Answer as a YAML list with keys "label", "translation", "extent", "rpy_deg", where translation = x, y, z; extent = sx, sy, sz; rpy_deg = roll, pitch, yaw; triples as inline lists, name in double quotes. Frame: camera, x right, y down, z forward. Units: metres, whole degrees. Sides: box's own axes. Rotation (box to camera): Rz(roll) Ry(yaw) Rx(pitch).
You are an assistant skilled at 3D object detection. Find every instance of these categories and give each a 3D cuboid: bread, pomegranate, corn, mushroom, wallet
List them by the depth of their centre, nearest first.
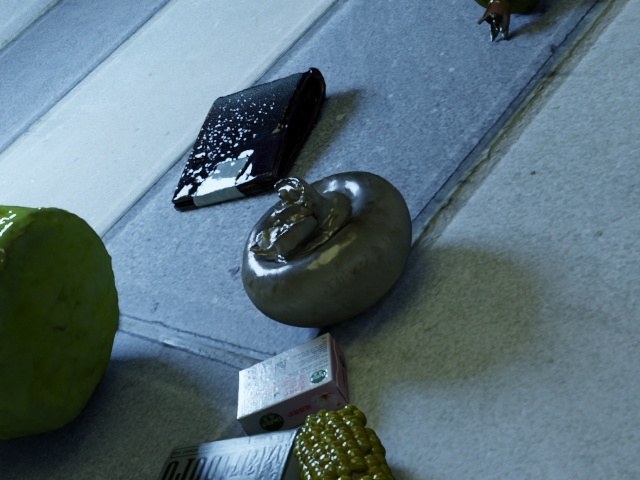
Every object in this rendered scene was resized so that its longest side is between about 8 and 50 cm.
- label: "corn"
  translation: [0.044, 0.261, 1.031]
  extent: [0.097, 0.097, 0.320]
  rpy_deg: [-32, 32, 2]
- label: "mushroom"
  translation: [0.000, 0.000, 1.360]
  extent: [0.226, 0.178, 0.226]
  rpy_deg: [-32, 23, 15]
- label: "bread"
  translation: [-0.452, 0.100, 1.489]
  extent: [0.308, 0.348, 0.348]
  rpy_deg: [-8, 38, 24]
- label: "pomegranate"
  translation: [0.278, -0.395, 1.728]
  extent: [0.159, 0.129, 0.129]
  rpy_deg: [-49, 33, -9]
- label: "wallet"
  translation: [-0.120, -0.168, 1.827]
  extent: [0.221, 0.071, 0.262]
  rpy_deg: [-9, 45, 33]

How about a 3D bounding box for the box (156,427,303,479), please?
- label: "box"
  translation: [-0.101, 0.264, 1.213]
  extent: [0.177, 0.036, 0.115]
  rpy_deg: [-14, 36, 28]

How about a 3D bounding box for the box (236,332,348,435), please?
- label: "box"
  translation: [-0.032, 0.168, 1.278]
  extent: [0.125, 0.043, 0.089]
  rpy_deg: [-24, 31, 15]
